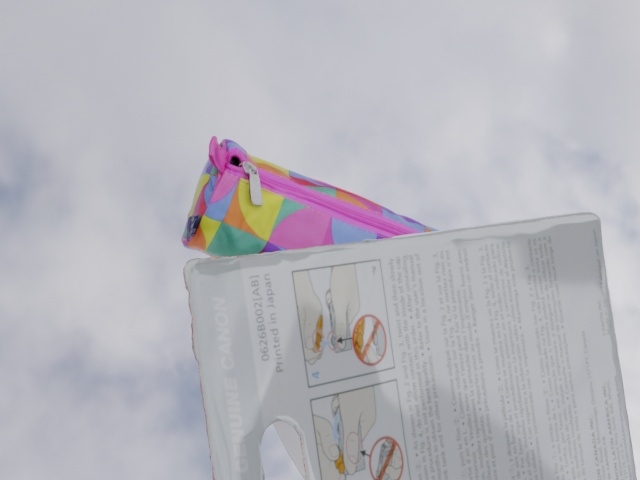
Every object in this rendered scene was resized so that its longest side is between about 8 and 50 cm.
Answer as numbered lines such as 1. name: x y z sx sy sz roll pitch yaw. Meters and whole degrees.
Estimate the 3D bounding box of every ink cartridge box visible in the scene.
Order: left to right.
1. ink cartridge box: 0.029 0.070 0.372 0.179 0.045 0.145 -6 -92 -42

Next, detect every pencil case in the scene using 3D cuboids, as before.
1. pencil case: 0.000 0.000 1.033 0.236 0.104 0.104 22 -124 -13

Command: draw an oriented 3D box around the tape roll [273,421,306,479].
1. tape roll: 0.085 0.214 1.031 0.100 0.286 0.286 -41 -85 1
